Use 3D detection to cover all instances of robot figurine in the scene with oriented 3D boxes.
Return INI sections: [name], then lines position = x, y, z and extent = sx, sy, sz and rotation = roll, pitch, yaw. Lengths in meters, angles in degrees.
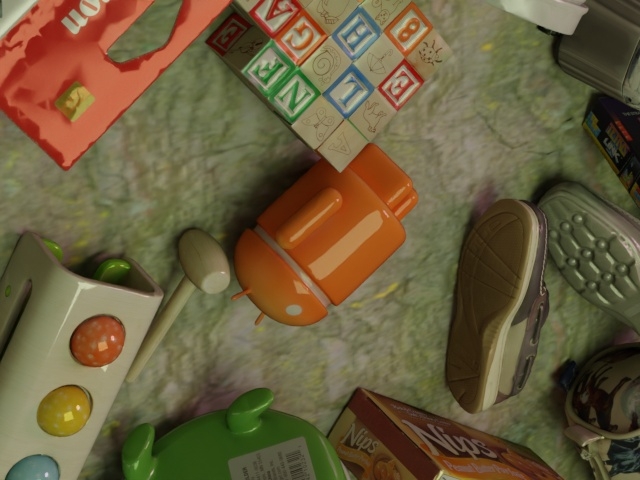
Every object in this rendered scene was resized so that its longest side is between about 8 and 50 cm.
[robot figurine]
position = 0.001, 0.001, 1.715
extent = 0.219, 0.158, 0.128
rotation = -43, 109, -4

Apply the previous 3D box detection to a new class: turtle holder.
[turtle holder]
position = -0.107, 0.335, 1.769
extent = 0.320, 0.243, 0.227
rotation = -44, 148, -15

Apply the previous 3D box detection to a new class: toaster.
[toaster]
position = 0.366, -0.209, 1.809
extent = 0.227, 0.146, 0.129
rotation = 7, 111, -34

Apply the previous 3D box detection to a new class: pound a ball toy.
[pound a ball toy]
position = -0.227, 0.133, 1.643
extent = 0.208, 0.136, 0.319
rotation = 17, 107, -37

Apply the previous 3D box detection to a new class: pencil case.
[pencil case]
position = 0.430, 0.316, 2.141
extent = 0.183, 0.160, 0.410
rotation = -31, 128, -8

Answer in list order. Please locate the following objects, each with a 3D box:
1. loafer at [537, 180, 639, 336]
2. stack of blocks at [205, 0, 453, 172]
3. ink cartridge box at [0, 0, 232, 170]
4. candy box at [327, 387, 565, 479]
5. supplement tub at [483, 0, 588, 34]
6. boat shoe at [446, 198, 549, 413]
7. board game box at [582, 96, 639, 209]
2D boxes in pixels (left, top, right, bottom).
[loafer]
position = 0.379, 0.038, 1.957
extent = 0.319, 0.111, 0.112
rotation = 44, 132, -17
[stack of blocks]
position = -0.023, -0.224, 1.595
extent = 0.171, 0.087, 0.297
rotation = -46, 130, -1
[ink cartridge box]
position = -0.211, -0.247, 1.416
extent = 0.261, 0.066, 0.296
rotation = 44, 89, -14
[candy box]
position = 0.179, 0.289, 1.953
extent = 0.316, 0.183, 0.087
rotation = 22, 102, -39
[supplement tub]
position = 0.223, -0.377, 1.570
extent = 0.228, 0.228, 0.316
rotation = 14, 108, -37
[boat shoe]
position = 0.217, 0.072, 1.913
extent = 0.092, 0.103, 0.285
rotation = -12, 126, -32
[board game box]
position = 0.408, -0.105, 1.895
extent = 0.170, 0.141, 0.048
rotation = -7, 142, -30
